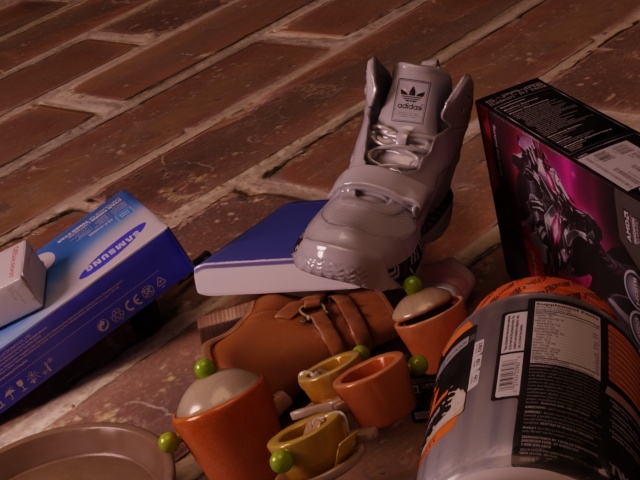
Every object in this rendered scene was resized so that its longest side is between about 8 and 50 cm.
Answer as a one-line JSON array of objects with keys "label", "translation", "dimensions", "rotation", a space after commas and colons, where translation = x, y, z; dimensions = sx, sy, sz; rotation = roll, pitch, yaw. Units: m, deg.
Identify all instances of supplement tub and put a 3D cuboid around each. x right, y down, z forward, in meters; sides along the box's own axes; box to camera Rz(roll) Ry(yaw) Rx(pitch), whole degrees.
[{"label": "supplement tub", "translation": [0.186, 0.173, 1.175], "dimensions": [0.193, 0.194, 0.316], "rotation": [-7, 26, 16]}]

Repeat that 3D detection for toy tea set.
[{"label": "toy tea set", "translation": [0.005, 0.120, 1.296], "dimensions": [0.200, 0.124, 0.336], "rotation": [-18, 9, 40]}]

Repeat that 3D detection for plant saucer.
[{"label": "plant saucer", "translation": [-0.276, 0.279, 1.383], "dimensions": [0.277, 0.041, 0.278], "rotation": [-12, 26, 6]}]

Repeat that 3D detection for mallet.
[{"label": "mallet", "translation": [-0.195, 0.048, 1.776], "dimensions": [0.039, 0.062, 0.190], "rotation": [-2, 28, 27]}]

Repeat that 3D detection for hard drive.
[{"label": "hard drive", "translation": [0.000, 0.000, 1.703], "dimensions": [0.210, 0.040, 0.318], "rotation": [-4, 14, 19]}]

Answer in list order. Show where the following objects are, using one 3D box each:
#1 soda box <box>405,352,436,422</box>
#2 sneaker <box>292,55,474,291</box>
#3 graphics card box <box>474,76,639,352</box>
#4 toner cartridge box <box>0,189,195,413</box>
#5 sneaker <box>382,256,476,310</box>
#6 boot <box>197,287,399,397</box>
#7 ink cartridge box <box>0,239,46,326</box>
[{"label": "soda box", "translation": [0.172, 0.140, 1.407], "dimensions": [0.168, 0.053, 0.060], "rotation": [-9, 26, 12]}, {"label": "sneaker", "translation": [0.072, -0.083, 1.495], "dimensions": [0.137, 0.210, 0.366], "rotation": [13, 18, 15]}, {"label": "graphics card box", "translation": [0.294, -0.011, 1.441], "dimensions": [0.094, 0.233, 0.371], "rotation": [-20, 27, -13]}, {"label": "toner cartridge box", "translation": [-0.336, 0.085, 1.672], "dimensions": [0.347, 0.075, 0.165], "rotation": [-37, 32, -12]}, {"label": "sneaker", "translation": [0.122, 0.050, 1.622], "dimensions": [0.134, 0.051, 0.070], "rotation": [9, 32, 34]}, {"label": "boot", "translation": [-0.016, 0.133, 1.487], "dimensions": [0.220, 0.109, 0.283], "rotation": [-12, 17, -3]}, {"label": "ink cartridge box", "translation": [-0.390, 0.063, 1.624], "dimensions": [0.122, 0.052, 0.088], "rotation": [-27, 31, 9]}]
